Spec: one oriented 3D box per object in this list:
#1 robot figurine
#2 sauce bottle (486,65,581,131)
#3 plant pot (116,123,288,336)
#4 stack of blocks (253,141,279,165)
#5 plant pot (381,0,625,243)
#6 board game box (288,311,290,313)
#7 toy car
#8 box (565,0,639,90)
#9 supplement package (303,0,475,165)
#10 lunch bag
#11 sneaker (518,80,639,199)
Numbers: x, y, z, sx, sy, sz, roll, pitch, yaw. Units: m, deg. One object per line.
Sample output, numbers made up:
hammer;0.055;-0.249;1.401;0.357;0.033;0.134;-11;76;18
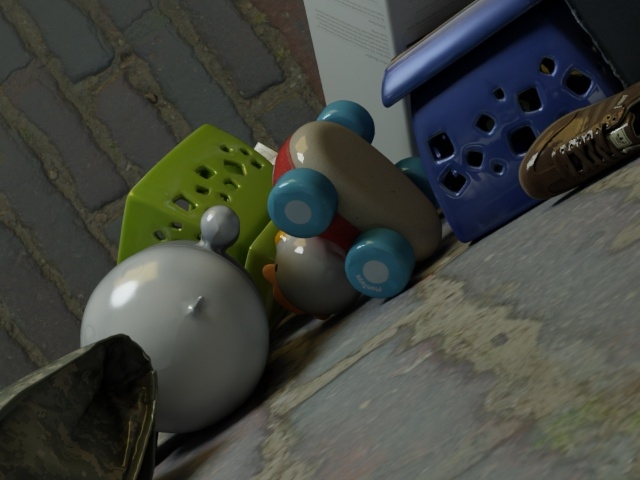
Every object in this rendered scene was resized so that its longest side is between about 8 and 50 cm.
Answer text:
robot figurine;-0.158;0.101;1.367;0.353;0.199;0.300;-143;71;-86
sauce bottle;0.337;-0.215;1.628;0.111;0.111;0.344;-31;5;44
plant pot;-0.129;0.012;1.642;0.227;0.207;0.228;-53;-18;-52
stack of blocks;-0.058;-0.041;1.951;0.171;0.087;0.297;-60;-18;3
plant pot;0.215;-0.166;1.339;0.236;0.212;0.236;-34;4;28
board game box;-0.192;0.148;1.871;0.224;0.097;0.303;-38;4;-41
toy car;0.000;0.000;1.430;0.238;0.210;0.219;-48;8;33
box;0.499;-0.418;1.279;0.480;0.297;0.472;-34;5;29
supplement package;0.110;-0.248;1.556;0.175;0.293;0.177;-34;44;-24
lunch bag;-0.282;0.224;1.122;0.235;0.169;0.287;-33;13;32
sneaker;0.270;-0.102;1.159;0.188;0.066;0.071;-35;5;11
